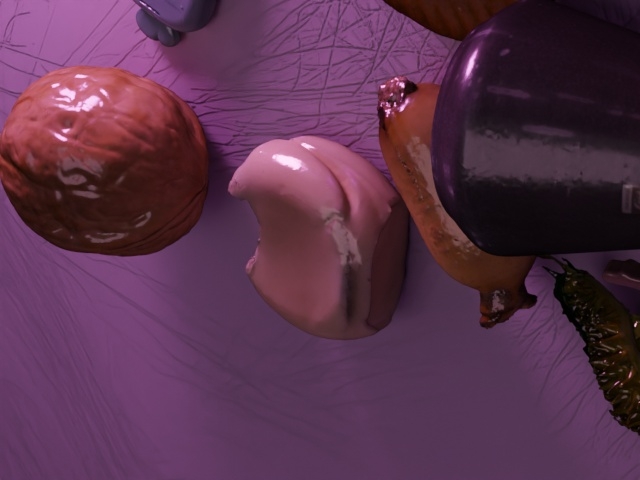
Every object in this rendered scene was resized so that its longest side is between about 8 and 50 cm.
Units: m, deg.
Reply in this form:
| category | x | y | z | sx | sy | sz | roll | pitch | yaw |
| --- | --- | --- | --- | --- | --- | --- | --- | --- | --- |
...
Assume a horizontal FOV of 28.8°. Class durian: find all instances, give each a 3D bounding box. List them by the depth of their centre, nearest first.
| category | x | y | z | sx | sy | sz | roll | pitch | yaw |
| --- | --- | --- | --- | --- | --- | --- | --- | --- | --- |
| durian | 0.350 | 0.146 | 1.339 | 0.375 | 0.132 | 0.106 | 58 | 154 | -10 |

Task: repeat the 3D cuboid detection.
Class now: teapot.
| category | x | y | z | sx | sy | sz | roll | pitch | yaw |
| --- | --- | --- | --- | --- | --- | --- | --- | --- | --- |
| teapot | 0.302 | -0.067 | 1.164 | 0.344 | 0.253 | 0.300 | 14 | 139 | 34 |

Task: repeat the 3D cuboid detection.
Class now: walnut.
| category | x | y | z | sx | sy | sz | roll | pitch | yaw |
| --- | --- | --- | --- | --- | --- | --- | --- | --- | --- |
| walnut | -0.294 | -0.108 | 1.726 | 0.313 | 0.252 | 0.277 | 16 | 127 | 26 |

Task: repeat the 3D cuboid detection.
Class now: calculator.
| category | x | y | z | sx | sy | sz | roll | pitch | yaw |
| --- | --- | --- | --- | --- | --- | --- | --- | --- | --- |
| calculator | -0.202 | -0.375 | 1.613 | 0.185 | 0.041 | 0.299 | 39 | 139 | 21 |

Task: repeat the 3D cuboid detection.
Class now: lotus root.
| category | x | y | z | sx | sy | sz | roll | pitch | yaw |
| --- | --- | --- | --- | --- | --- | --- | --- | --- | --- |
| lotus root | 0.162 | -0.053 | 1.384 | 0.130 | 0.146 | 0.303 | -27 | 95 | 8 |

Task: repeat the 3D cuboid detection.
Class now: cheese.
| category | x | y | z | sx | sy | sz | roll | pitch | yaw |
| --- | --- | --- | --- | --- | --- | --- | --- | --- | --- |
| cheese | 0.000 | 0.000 | 1.596 | 0.233 | 0.127 | 0.266 | 28 | 131 | 31 |

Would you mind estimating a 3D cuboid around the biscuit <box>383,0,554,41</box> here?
| category | x | y | z | sx | sy | sz | roll | pitch | yaw |
| --- | --- | --- | --- | --- | --- | --- | --- | --- | --- |
| biscuit | 0.117 | -0.342 | 1.266 | 0.318 | 0.040 | 0.318 | 33 | 151 | 22 |
